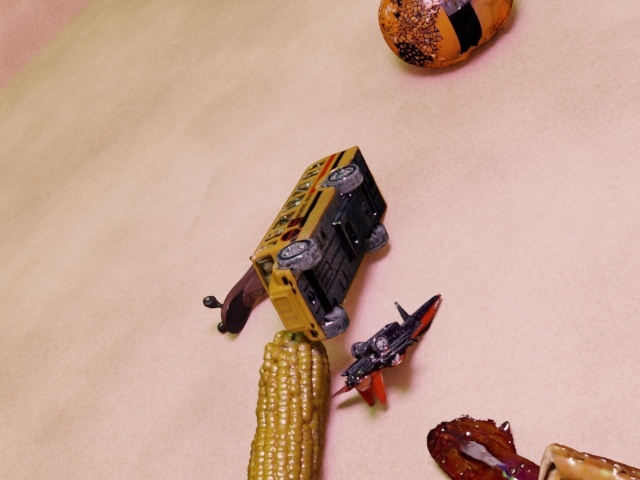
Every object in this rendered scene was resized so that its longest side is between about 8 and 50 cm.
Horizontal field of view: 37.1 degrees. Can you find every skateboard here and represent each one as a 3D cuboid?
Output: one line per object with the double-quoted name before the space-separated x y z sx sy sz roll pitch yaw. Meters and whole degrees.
"skateboard" -0.091 0.070 1.364 0.080 0.067 0.151 19 57 37

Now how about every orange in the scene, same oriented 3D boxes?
"orange" 0.201 -0.396 1.573 0.234 0.182 0.234 -33 29 22

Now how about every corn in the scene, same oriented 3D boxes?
"corn" -0.039 0.237 1.105 0.097 0.097 0.320 -17 41 22

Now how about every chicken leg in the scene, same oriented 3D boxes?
"chicken leg" 0.191 0.231 0.976 0.093 0.053 0.205 -33 38 -23

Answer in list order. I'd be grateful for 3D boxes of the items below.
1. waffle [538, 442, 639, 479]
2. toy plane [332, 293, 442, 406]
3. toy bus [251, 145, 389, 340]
"waffle" 0.292 0.303 0.727 0.308 0.091 0.213 11 79 44
"toy plane" 0.088 0.121 1.163 0.189 0.061 0.130 -53 10 -29
"toy bus" 0.000 0.000 1.259 0.123 0.121 0.335 -14 26 26
